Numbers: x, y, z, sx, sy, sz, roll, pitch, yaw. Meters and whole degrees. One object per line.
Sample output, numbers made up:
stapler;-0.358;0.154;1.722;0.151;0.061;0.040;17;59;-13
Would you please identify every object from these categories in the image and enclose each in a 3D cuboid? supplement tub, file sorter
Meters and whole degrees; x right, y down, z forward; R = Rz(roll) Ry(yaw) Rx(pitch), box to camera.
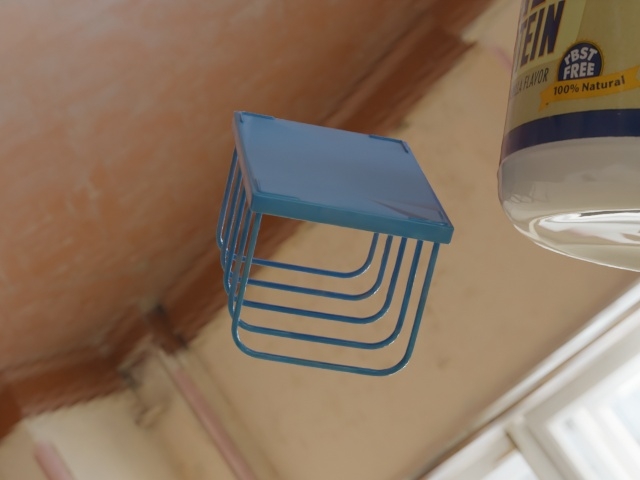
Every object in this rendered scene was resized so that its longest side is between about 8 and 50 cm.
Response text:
supplement tub;0.232;-0.149;0.945;0.228;0.316;0.228;8;169;2
file sorter;0.000;0.000;1.000;0.170;0.118;0.104;-108;-151;-69
